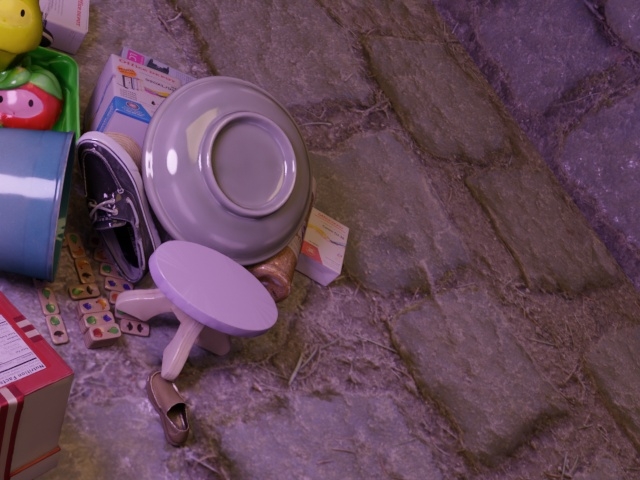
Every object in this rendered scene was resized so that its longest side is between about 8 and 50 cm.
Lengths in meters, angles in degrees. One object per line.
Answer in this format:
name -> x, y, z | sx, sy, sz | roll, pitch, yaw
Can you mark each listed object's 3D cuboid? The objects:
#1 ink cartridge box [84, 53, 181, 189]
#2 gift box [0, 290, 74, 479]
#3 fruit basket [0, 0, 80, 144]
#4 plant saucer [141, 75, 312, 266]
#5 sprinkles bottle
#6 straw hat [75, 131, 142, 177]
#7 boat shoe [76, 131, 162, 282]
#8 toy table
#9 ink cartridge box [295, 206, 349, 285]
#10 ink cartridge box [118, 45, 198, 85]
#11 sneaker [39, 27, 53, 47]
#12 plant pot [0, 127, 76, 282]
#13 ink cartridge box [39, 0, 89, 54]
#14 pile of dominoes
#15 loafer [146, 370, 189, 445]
ink cartridge box -> -0.396, -0.251, 1.669 | 0.171, 0.168, 0.233 | 18, 34, -30
gift box -> -0.531, 0.232, 1.136 | 0.255, 0.258, 0.276 | -18, 50, -45
fruit basket -> -0.615, -0.331, 1.437 | 0.392, 0.392, 0.283 | 12, 51, -33
plant saucer -> -0.161, -0.149, 1.592 | 0.400, 0.100, 0.401 | 5, 81, -35
sprinkles bottle -> -0.094, -0.021, 1.806 | 0.121, 0.121, 0.355 | 31, 43, -17
straw hat -> -0.418, -0.140, 1.558 | 0.144, 0.144, 0.061 | 17, 34, -30
boat shoe -> -0.398, -0.058, 1.498 | 0.102, 0.108, 0.301 | -66, 147, -57
toy table -> -0.240, 0.131, 1.502 | 0.274, 0.161, 0.252 | 37, 31, -19
ink cartridge box -> 0.000, 0.000, 1.908 | 0.115, 0.067, 0.198 | 30, 43, -18
ink cartridge box -> -0.353, -0.333, 1.893 | 0.311, 0.065, 0.186 | 23, 46, -27
sneaker -> -0.692, -0.418, 1.682 | 0.234, 0.084, 0.097 | -5, 85, -41
plant pot -> -0.575, -0.076, 1.355 | 0.255, 0.272, 0.272 | 8, 51, -15
ink cartridge box -> -0.639, -0.528, 1.793 | 0.190, 0.082, 0.140 | 16, 49, -32
pile of dominoes -> -0.441, 0.082, 1.491 | 0.196, 0.040, 0.251 | -5, 62, -42
loafer -> -0.275, 0.303, 1.441 | 0.056, 0.050, 0.148 | -10, 65, -44
